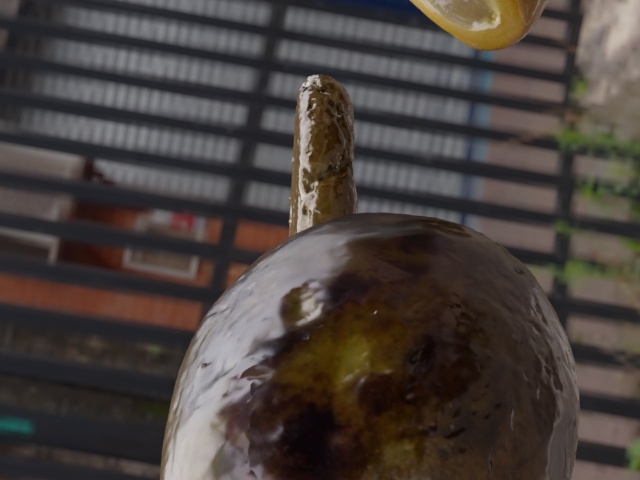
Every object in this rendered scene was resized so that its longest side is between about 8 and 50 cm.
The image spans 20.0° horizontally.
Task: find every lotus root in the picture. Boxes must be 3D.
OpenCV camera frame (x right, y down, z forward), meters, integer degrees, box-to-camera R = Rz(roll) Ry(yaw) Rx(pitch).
[{"bbox_3d":[0.020,0.082,0.737,0.314,0.169,0.141,-78,-27,-58],"label":"lotus root"}]

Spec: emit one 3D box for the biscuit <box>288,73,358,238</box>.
[{"bbox_3d":[0.000,0.000,1.172,0.226,0.042,0.225,-177,90,-88],"label":"biscuit"}]

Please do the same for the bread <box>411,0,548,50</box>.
[{"bbox_3d":[0.126,-0.216,1.121,0.074,0.093,0.239,-47,10,48],"label":"bread"}]
